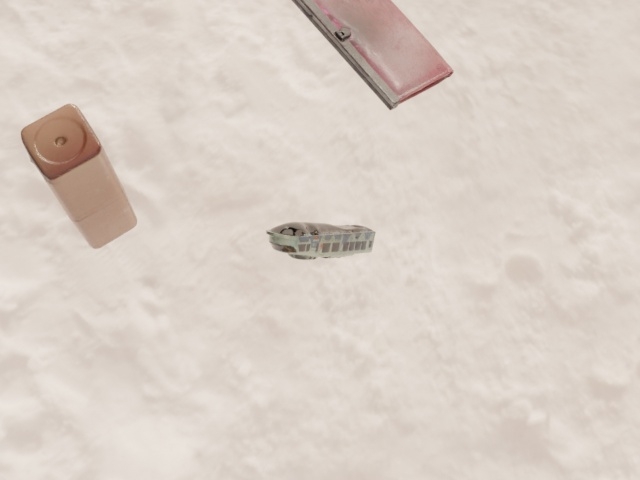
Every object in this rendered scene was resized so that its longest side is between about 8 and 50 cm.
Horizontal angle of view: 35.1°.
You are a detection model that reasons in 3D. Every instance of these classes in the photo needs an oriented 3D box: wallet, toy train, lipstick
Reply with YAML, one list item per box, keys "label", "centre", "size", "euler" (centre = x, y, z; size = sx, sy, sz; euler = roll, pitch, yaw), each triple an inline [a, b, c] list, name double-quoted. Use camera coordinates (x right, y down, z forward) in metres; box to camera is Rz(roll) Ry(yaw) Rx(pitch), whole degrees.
- label: "wallet"
  centre: [0.060, -0.276, 1.305]
  size: [0.232, 0.119, 0.025]
  euler: [50, 147, 14]
- label: "toy train"
  centre: [0.000, 0.000, 1.284]
  size: [0.043, 0.207, 0.047]
  euler: [14, 98, 31]
- label: "lipstick"
  centre: [-0.166, -0.041, 0.709]
  size: [0.045, 0.145, 0.045]
  euler: [-33, 75, -11]
